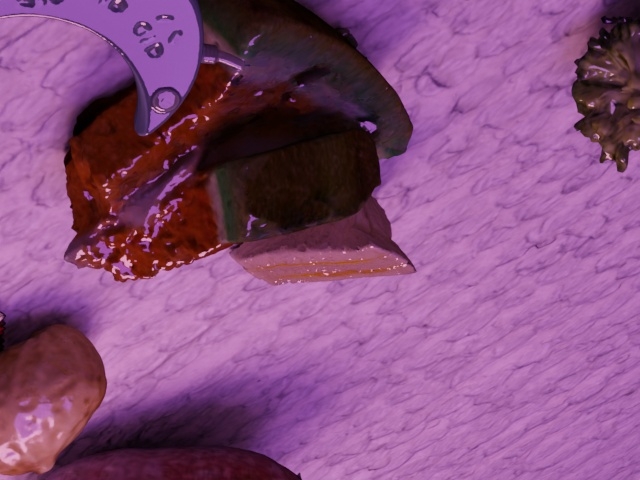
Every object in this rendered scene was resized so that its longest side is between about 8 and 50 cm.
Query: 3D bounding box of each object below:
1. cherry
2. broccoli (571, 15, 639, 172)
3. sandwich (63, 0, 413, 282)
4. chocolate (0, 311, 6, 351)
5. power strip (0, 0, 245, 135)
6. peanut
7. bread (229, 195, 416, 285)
[{"bbox_3d":[-0.160,0.365,1.902,0.335,0.291,0.326,4,154,-10],"label":"cherry"},{"bbox_3d":[0.465,-0.120,1.464,0.274,0.397,0.353,1,134,-39],"label":"broccoli"},{"bbox_3d":[-0.081,-0.058,1.391,0.301,0.162,0.250,-33,145,9],"label":"sandwich"},{"bbox_3d":[-0.379,0.106,1.564,0.182,0.028,0.086,-14,151,-23],"label":"chocolate"},{"bbox_3d":[-0.153,-0.159,1.241,0.216,0.044,0.137,26,115,-32],"label":"power strip"},{"bbox_3d":[-0.275,0.152,1.630,0.159,0.109,0.140,-53,178,9],"label":"peanut"},{"bbox_3d":[0.001,0.019,1.625,0.152,0.105,0.077,-36,141,18],"label":"bread"}]
